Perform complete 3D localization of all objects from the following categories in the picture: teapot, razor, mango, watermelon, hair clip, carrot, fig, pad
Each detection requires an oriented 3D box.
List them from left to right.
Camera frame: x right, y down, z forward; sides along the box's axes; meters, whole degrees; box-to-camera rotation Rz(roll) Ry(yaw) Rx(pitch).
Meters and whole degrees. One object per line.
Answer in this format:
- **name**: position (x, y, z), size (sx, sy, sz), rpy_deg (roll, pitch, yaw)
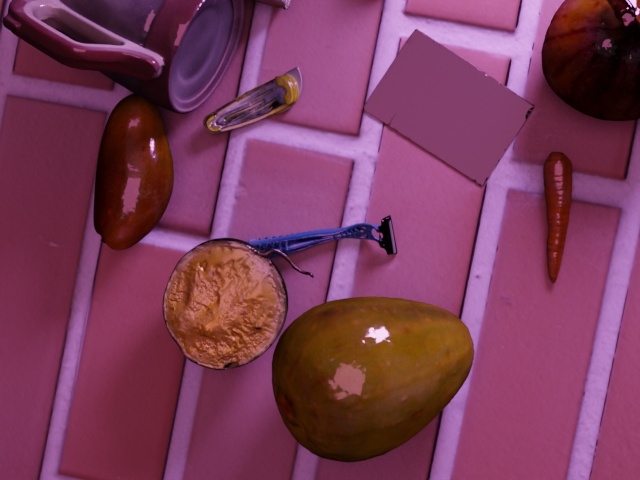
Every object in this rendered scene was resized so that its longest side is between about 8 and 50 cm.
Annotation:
- **teapot**: position (-0.330, -0.352, 1.775), size (0.312, 0.315, 0.233), rpy_deg (25, 125, 14)
- **mango**: position (-0.312, -0.114, 1.856), size (0.133, 0.111, 0.267), rpy_deg (5, 87, 24)
- **watermelon**: position (-0.147, 0.097, 1.823), size (0.204, 0.127, 0.232), rpy_deg (33, 96, 7)
- **hair clip**: position (-0.111, -0.229, 1.869), size (0.188, 0.033, 0.060), rpy_deg (-24, 88, 4)
- **razor**: position (0.000, 0.000, 1.850), size (0.253, 0.042, 0.082), rpy_deg (-8, 129, 9)
- **fig**: position (0.085, 0.202, 1.738), size (0.326, 0.258, 0.258), rpy_deg (-22, 86, -13)
- **pad**: position (0.214, -0.223, 1.839), size (0.243, 0.004, 0.163), rpy_deg (34, 94, 6)
- **carrot**: position (0.386, -0.037, 1.797), size (0.048, 0.048, 0.216), rpy_deg (1, 95, 8)
- **fig**: position (0.463, -0.298, 1.712), size (0.235, 0.214, 0.235), rpy_deg (-2, 111, -5)

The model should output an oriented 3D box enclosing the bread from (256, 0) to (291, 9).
- **bread**: position (-0.125, -0.503, 1.815), size (0.156, 0.158, 0.260), rpy_deg (-34, 83, 10)
